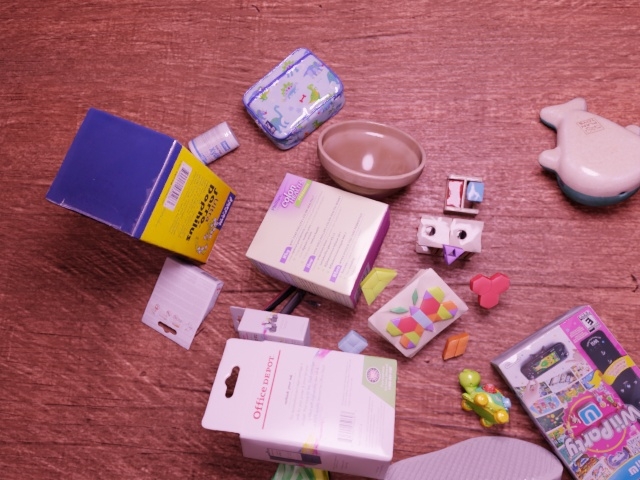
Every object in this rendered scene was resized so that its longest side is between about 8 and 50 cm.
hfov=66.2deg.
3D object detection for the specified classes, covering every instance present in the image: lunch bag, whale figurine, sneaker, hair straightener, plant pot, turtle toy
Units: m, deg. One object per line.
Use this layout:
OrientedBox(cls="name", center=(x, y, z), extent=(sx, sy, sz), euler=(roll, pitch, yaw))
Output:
OrientedBox(cls="lunch bag", center=(-0.066, -0.344, 1.187), extent=(0.219, 0.090, 0.176), euler=(-38, 74, -1))
OrientedBox(cls="whale figurine", center=(0.576, -0.189, 1.063), extent=(0.216, 0.141, 0.272), euler=(-18, 53, 4))
OrientedBox(cls="sneaker", center=(0.296, 0.503, 0.983), extent=(0.366, 0.135, 0.150), euler=(-8, 112, 0))
OrientedBox(cls="hair straightener", center=(-0.022, 0.115, 1.120), extent=(0.230, 0.047, 0.089), euler=(-41, 68, -6))
OrientedBox(cls="plant pot", center=(0.106, -0.164, 1.093), extent=(0.237, 0.109, 0.237), euler=(5, 41, -4))
OrientedBox(cls="sneaker", center=(-0.039, 0.521, 1.024), extent=(0.123, 0.109, 0.295), euler=(-11, 69, 8))
OrientedBox(cls="turtle toy", center=(0.337, 0.325, 1.014), extent=(0.130, 0.095, 0.066), euler=(41, 66, 12))

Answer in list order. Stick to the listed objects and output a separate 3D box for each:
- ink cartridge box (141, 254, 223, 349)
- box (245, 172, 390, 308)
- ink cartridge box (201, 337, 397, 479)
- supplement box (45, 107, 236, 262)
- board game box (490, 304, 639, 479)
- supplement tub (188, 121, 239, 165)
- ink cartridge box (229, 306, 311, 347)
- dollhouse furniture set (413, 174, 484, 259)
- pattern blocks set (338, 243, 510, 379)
OrientedBox(cls="ink cartridge box", center=(-0.329, 0.146, 1.169), extent=(0.145, 0.045, 0.179), euler=(27, 103, 11))
OrientedBox(cls="box", center=(0.000, 0.000, 1.071), extent=(0.243, 0.117, 0.213), euler=(19, 73, 16))
OrientedBox(cls="ink cartridge box", center=(-0.034, 0.329, 0.983), extent=(0.353, 0.119, 0.207), euler=(8, 48, 4))
OrientedBox(cls="supplement box", center=(-0.349, -0.094, 1.042), extent=(0.194, 0.356, 0.195), euler=(21, 84, 12))
OrientedBox(cls="board game box", center=(0.529, 0.316, 0.980), extent=(0.224, 0.097, 0.303), euler=(-34, 78, 1))
OrientedBox(cls="supplement tub", center=(-0.261, -0.236, 1.202), extent=(0.107, 0.071, 0.071), euler=(-29, 77, 3))
OrientedBox(cls="ink cartridge box", center=(-0.117, 0.209, 1.078), extent=(0.181, 0.104, 0.061), euler=(8, 46, 10))
OrientedBox(cls="dollhouse furniture set", center=(0.280, -0.063, 1.065), extent=(0.129, 0.129, 0.183), euler=(8, 82, 9))
OrientedBox(cls="pattern blocks set", center=(0.204, 0.153, 1.013), extent=(0.285, 0.026, 0.325), euler=(29, 107, -16))
